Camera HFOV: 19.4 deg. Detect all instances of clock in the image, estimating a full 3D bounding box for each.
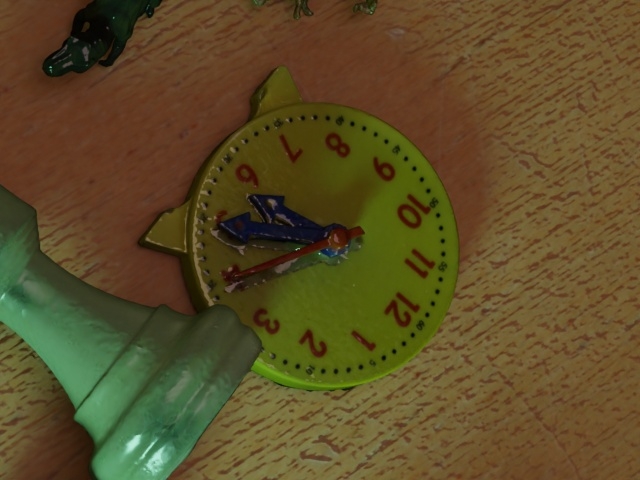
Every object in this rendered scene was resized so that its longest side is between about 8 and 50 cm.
[{"bbox_3d":[0.003,0.000,1.790,0.293,0.071,0.277,35,71,-13],"label":"clock"}]

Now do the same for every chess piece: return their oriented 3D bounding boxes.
[{"bbox_3d":[-0.219,0.072,1.643,0.299,0.194,0.194,38,70,-3],"label":"chess piece"}]

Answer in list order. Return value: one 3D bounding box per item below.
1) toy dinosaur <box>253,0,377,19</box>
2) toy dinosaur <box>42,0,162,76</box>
[{"bbox_3d":[0.003,-0.288,1.854,0.126,0.039,0.162,13,76,-17],"label":"toy dinosaur"},{"bbox_3d":[-0.175,-0.226,1.698,0.087,0.179,0.187,23,77,-16],"label":"toy dinosaur"}]
